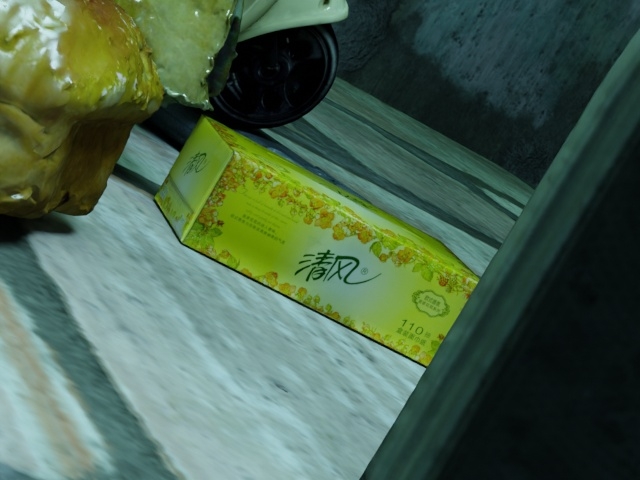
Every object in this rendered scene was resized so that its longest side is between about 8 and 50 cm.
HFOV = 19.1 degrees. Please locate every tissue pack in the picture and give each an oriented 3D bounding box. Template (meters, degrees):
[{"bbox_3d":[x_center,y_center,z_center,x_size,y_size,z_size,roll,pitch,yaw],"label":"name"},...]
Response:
[{"bbox_3d":[0.000,0.000,1.091,0.176,0.062,0.095,27,8,-20],"label":"tissue pack"}]

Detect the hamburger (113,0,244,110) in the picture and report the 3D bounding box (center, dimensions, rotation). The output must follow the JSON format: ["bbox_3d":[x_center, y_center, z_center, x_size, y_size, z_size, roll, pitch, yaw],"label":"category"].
[{"bbox_3d":[-0.173,-0.197,1.060,0.309,0.211,0.132,14,-1,-29],"label":"hamburger"}]

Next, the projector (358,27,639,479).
[{"bbox_3d":[0.163,0.071,0.534,0.248,0.248,0.249,31,8,9],"label":"projector"}]

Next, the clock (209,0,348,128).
[{"bbox_3d":[-0.125,-0.228,1.227,0.379,0.276,0.120,13,31,-27],"label":"clock"}]

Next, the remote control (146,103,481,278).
[{"bbox_3d":[-0.001,-0.025,1.330,0.377,0.044,0.107,35,13,34],"label":"remote control"}]

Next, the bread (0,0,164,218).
[{"bbox_3d":[-0.252,-0.138,0.855,0.380,0.109,0.185,29,8,4],"label":"bread"}]
